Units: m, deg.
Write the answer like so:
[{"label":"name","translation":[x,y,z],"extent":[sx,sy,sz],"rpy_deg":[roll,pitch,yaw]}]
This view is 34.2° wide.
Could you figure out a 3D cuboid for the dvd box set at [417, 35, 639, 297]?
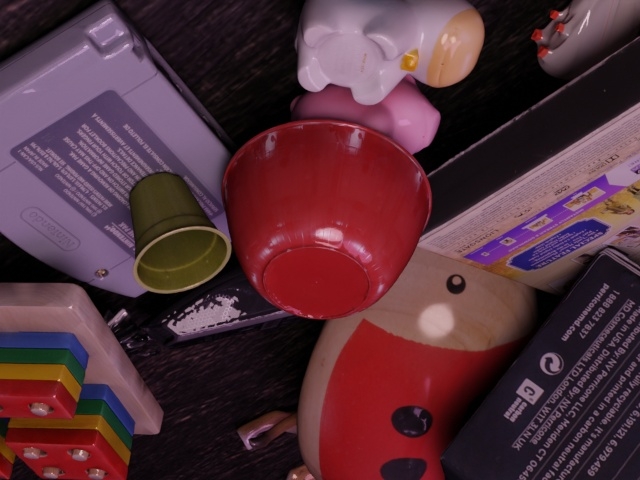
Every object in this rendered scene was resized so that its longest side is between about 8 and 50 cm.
[{"label":"dvd box set","translation":[0.323,-0.044,1.042],"extent":[0.307,0.062,0.420],"rpy_deg":[-34,146,33]}]

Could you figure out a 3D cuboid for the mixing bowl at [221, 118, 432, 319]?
[{"label":"mixing bowl","translation":[0.000,0.000,0.856],"extent":[0.181,0.098,0.181],"rpy_deg":[4,136,4]}]

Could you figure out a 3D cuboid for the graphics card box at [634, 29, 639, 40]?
[{"label":"graphics card box","translation":[0.402,-0.204,1.030],"extent":[0.232,0.094,0.371],"rpy_deg":[-10,144,-20]}]

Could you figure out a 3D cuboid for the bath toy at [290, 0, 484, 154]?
[{"label":"bath toy","translation":[0.041,-0.122,0.888],"extent":[0.151,0.129,0.348],"rpy_deg":[13,135,-3]}]

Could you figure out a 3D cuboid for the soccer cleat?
[{"label":"soccer cleat","translation":[0.275,-0.222,0.946],"extent":[0.076,0.068,0.196],"rpy_deg":[20,135,-23]}]

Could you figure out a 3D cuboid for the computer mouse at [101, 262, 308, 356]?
[{"label":"computer mouse","translation":[-0.106,0.062,1.064],"extent":[0.272,0.072,0.188],"rpy_deg":[-12,171,-13]}]

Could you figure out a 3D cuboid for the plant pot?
[{"label":"plant pot","translation":[-0.126,-0.012,0.871],"extent":[0.083,0.079,0.083],"rpy_deg":[-16,144,-12]}]

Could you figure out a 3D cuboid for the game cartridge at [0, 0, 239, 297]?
[{"label":"game cartridge","translation":[-0.182,-0.060,0.888],"extent":[0.198,0.062,0.297],"rpy_deg":[-26,146,9]}]

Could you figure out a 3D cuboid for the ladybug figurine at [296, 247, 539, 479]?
[{"label":"ladybug figurine","translation":[0.129,0.171,1.224],"extent":[0.305,0.162,0.449],"rpy_deg":[-14,133,-31]}]

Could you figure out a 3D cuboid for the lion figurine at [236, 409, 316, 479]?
[{"label":"lion figurine","translation":[0.050,0.315,1.456],"extent":[0.240,0.142,0.392],"rpy_deg":[-30,142,-6]}]

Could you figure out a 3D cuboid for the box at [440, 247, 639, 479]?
[{"label":"box","translation":[0.410,0.329,1.124],"extent":[0.297,0.471,0.480],"rpy_deg":[-49,155,-14]}]

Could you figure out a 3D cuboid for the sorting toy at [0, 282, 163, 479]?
[{"label":"sorting toy","translation":[-0.306,0.142,0.951],"extent":[0.255,0.089,0.257],"rpy_deg":[0,147,10]}]
